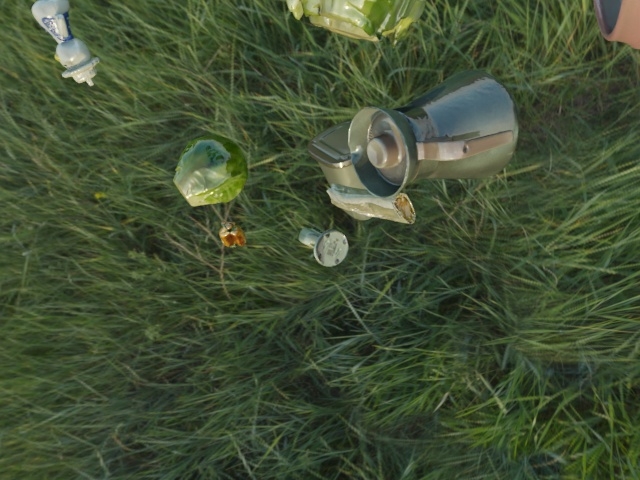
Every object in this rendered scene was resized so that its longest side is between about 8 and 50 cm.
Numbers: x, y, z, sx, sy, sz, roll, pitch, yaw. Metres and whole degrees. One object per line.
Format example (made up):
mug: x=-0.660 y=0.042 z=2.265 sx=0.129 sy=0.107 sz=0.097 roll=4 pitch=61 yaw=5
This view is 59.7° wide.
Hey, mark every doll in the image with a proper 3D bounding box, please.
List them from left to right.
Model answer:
doll: x=-0.723 y=-0.575 z=1.572 sx=0.119 sy=0.293 sz=0.138 roll=-39 pitch=33 yaw=-27

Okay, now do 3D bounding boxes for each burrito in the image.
burrito: x=0.115 y=-0.092 z=1.344 sx=0.226 sy=0.087 sz=0.060 roll=13 pitch=56 yaw=26

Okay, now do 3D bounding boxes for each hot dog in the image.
hot dog: x=-0.255 y=-0.018 z=1.624 sx=0.072 sy=0.188 sz=0.055 roll=-4 pitch=79 yaw=-6

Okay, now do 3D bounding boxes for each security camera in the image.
security camera: x=0.000 y=0.000 z=0.824 sx=0.058 sy=0.058 sz=0.092 roll=-63 pitch=29 yaw=3

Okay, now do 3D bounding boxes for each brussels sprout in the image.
brussels sprout: x=-0.272 y=-0.172 z=1.369 sx=0.181 sy=0.161 sz=0.144 roll=-25 pitch=34 yaw=-12
brussels sprout: x=0.105 y=-0.706 z=1.410 sx=0.425 sy=0.342 sz=0.361 roll=41 pitch=120 yaw=53

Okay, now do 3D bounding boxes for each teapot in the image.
teapot: x=0.268 y=-0.226 z=1.229 sx=0.300 sy=0.344 sz=0.253 roll=18 pitch=124 yaw=56

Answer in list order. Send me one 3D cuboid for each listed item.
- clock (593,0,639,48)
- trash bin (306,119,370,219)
clock: x=0.235 y=-0.263 z=0.403 sx=0.056 sy=0.244 sz=0.244 roll=-4 pitch=80 yaw=21
trash bin: x=0.116 y=-0.215 z=1.721 sx=0.219 sy=0.250 sz=0.220 roll=-33 pitch=39 yaw=-11
